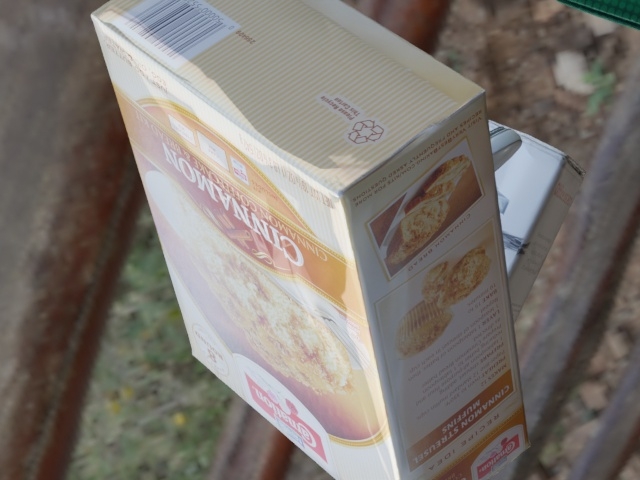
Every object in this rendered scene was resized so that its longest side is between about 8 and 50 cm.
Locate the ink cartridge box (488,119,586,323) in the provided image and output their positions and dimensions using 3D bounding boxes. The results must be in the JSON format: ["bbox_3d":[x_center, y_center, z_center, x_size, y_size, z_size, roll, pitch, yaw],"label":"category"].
[{"bbox_3d":[0.161,0.007,1.849,0.092,0.158,0.218,28,92,15],"label":"ink cartridge box"}]

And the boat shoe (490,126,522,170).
[{"bbox_3d":[0.083,-0.050,1.460,0.142,0.049,0.040,-31,74,2],"label":"boat shoe"}]

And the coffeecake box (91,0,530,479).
[{"bbox_3d":[0.000,0.000,0.721,0.142,0.068,0.185,36,152,38],"label":"coffeecake box"}]

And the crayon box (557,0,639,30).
[{"bbox_3d":[0.224,-0.303,1.356,0.165,0.081,0.278,-112,40,-68],"label":"crayon box"}]
